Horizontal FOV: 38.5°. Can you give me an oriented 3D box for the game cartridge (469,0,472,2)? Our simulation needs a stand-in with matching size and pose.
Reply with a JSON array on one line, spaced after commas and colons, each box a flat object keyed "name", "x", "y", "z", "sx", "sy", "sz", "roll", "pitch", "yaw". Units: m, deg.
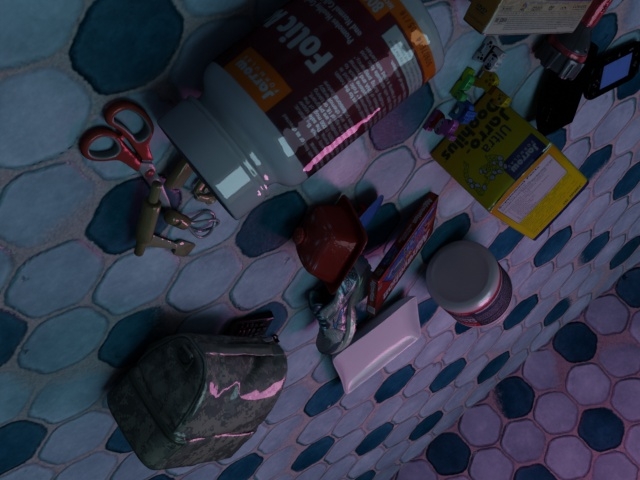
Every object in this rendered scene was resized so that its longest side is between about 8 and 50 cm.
[{"name": "game cartridge", "x": 0.418, "y": -0.546, "z": 1.662, "sx": 0.324, "sy": 0.052, "sz": 0.285, "roll": -8, "pitch": 137, "yaw": -50}]

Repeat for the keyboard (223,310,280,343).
[{"name": "keyboard", "x": -0.181, "y": 0.281, "z": 2.077, "sx": 0.201, "sy": 0.033, "sz": 0.317, "roll": -10, "pitch": 139, "yaw": -46}]

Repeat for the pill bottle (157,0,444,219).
[{"name": "pill bottle", "x": -0.031, "y": -0.224, "z": 1.353, "sx": 0.392, "sy": 0.224, "sz": 0.224, "roll": -40, "pitch": 152, "yaw": -5}]

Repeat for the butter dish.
[{"name": "butter dish", "x": 0.000, "y": 0.000, "z": 1.817, "sx": 0.118, "sy": 0.160, "sz": 0.160, "roll": 12, "pitch": 124, "yaw": -30}]

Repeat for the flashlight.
[{"name": "flashlight", "x": 0.565, "y": -0.479, "z": 1.878, "sx": 0.103, "sy": 0.103, "sz": 0.304, "roll": -3, "pitch": 135, "yaw": -46}]

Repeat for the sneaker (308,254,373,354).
[{"name": "sneaker", "x": 0.018, "y": 0.150, "z": 2.093, "sx": 0.122, "sy": 0.110, "sz": 0.283, "roll": -7, "pitch": 130, "yaw": -30}]

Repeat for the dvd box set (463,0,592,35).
[{"name": "dvd box set", "x": 0.445, "y": -0.548, "z": 1.571, "sx": 0.307, "sy": 0.062, "sz": 0.420, "roll": -15, "pitch": 142, "yaw": -42}]

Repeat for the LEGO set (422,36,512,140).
[{"name": "LEGO set", "x": 0.322, "y": -0.287, "z": 1.846, "sx": 0.087, "sy": 0.093, "sz": 0.227, "roll": 0, "pitch": 131, "yaw": -52}]

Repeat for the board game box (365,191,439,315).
[{"name": "board game box", "x": 0.187, "y": 0.030, "z": 2.085, "sx": 0.281, "sy": 0.027, "sz": 0.145, "roll": -52, "pitch": 161, "yaw": -30}]

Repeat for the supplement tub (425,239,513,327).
[{"name": "supplement tub", "x": 0.400, "y": 0.122, "z": 2.416, "sx": 0.191, "sy": 0.191, "sz": 0.272, "roll": -44, "pitch": 152, "yaw": 4}]

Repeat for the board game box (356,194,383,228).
[{"name": "board game box", "x": 0.071, "y": -0.038, "z": 1.934, "sx": 0.168, "sy": 0.033, "sz": 0.133, "roll": -47, "pitch": 167, "yaw": -30}]

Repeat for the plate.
[{"name": "plate", "x": 0.148, "y": 0.276, "z": 2.469, "sx": 0.277, "sy": 0.045, "sz": 0.278, "roll": -37, "pitch": 152, "yaw": -11}]

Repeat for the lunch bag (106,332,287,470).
[{"name": "lunch bag", "x": -0.229, "y": 0.297, "z": 1.838, "sx": 0.256, "sy": 0.212, "sz": 0.305, "roll": -46, "pitch": 151, "yaw": 19}]

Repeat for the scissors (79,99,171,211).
[{"name": "scissors", "x": -0.264, "y": -0.121, "z": 1.417, "sx": 0.109, "sy": 0.021, "sz": 0.297, "roll": -43, "pitch": 152, "yaw": 2}]

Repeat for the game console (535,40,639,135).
[{"name": "game console", "x": 0.643, "y": -0.388, "z": 2.153, "sx": 0.361, "sy": 0.044, "sz": 0.213, "roll": -28, "pitch": 145, "yaw": -29}]

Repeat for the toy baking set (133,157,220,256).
[{"name": "toy baking set", "x": -0.230, "y": -0.043, "z": 1.542, "sx": 0.197, "sy": 0.030, "sz": 0.256, "roll": -20, "pitch": 146, "yaw": -45}]

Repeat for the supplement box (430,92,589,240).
[{"name": "supplement box", "x": 0.434, "y": -0.159, "z": 2.060, "sx": 0.194, "sy": 0.195, "sz": 0.356, "roll": -49, "pitch": 152, "yaw": 12}]
